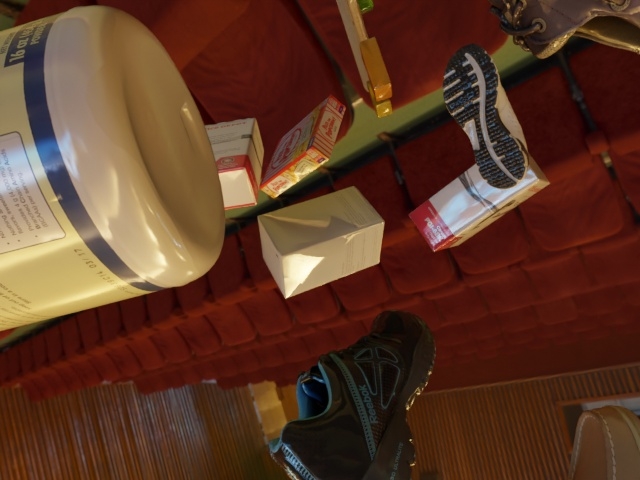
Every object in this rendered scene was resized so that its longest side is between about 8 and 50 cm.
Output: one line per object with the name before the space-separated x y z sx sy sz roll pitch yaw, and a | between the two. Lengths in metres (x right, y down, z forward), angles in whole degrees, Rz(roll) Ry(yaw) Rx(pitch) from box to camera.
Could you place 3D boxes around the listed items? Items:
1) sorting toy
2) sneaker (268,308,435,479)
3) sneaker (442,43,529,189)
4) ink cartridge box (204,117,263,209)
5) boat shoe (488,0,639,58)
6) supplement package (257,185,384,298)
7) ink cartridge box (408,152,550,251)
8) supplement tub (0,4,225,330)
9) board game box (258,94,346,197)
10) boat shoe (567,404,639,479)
sorting toy | 0.053 -0.295 0.572 0.041 0.307 0.229 -17 166 8
sneaker | 0.054 0.171 0.558 0.125 0.139 0.341 -57 178 27
sneaker | 0.124 -0.090 0.328 0.040 0.109 0.044 -18 180 37
ink cartridge box | -0.228 -0.173 1.005 0.172 0.237 0.100 -8 130 5
boat shoe | 0.185 -0.187 0.334 0.285 0.092 0.103 14 -161 7
supplement package | 0.000 0.000 0.735 0.179 0.105 0.105 -19 139 -18
ink cartridge box | 0.186 -0.049 0.514 0.135 0.056 0.099 -40 163 30
supplement tub | -0.275 -0.042 0.391 0.325 0.235 0.235 -14 173 4
board game box | -0.039 -0.186 0.902 0.045 0.147 0.193 33 144 -24
boat shoe | 0.253 0.324 0.426 0.110 0.341 0.121 12 154 14
